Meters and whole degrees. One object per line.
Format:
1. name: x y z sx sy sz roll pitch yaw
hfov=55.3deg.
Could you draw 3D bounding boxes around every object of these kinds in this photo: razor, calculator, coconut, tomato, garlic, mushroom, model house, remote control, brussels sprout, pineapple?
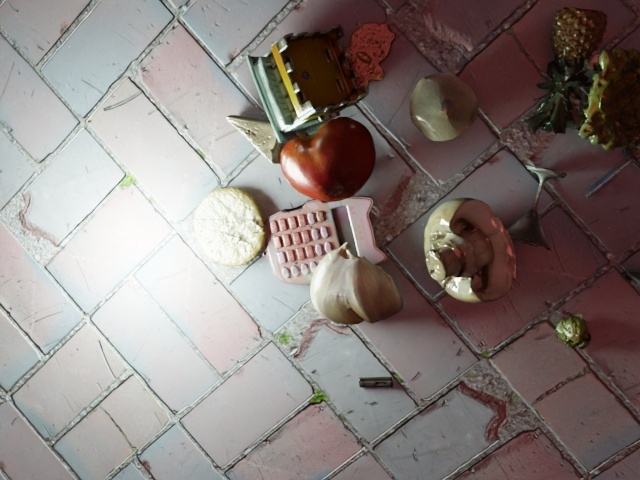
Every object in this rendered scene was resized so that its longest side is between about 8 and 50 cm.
1. razor: 0.678 -0.147 1.434 0.135 0.040 0.068 -44 88 19
2. calculator: 0.000 0.000 1.595 0.330 0.048 0.220 -12 97 16
3. coconut: 0.284 -0.312 1.424 0.161 0.162 0.161 2 99 11
4. tomato: 0.028 -0.173 1.470 0.233 0.200 0.139 -28 49 16
5. garlic: 0.076 0.128 1.534 0.217 0.110 0.228 -19 117 22
6. mushroom: 0.324 0.034 1.450 0.195 0.189 0.253 -23 90 -21
7. model house: -0.042 -0.377 1.454 0.215 0.198 0.224 -17 97 52
8. remote control: 0.147 0.381 1.636 0.091 0.016 0.034 -5 102 13
9. brussels sprout: 0.623 0.229 1.493 0.085 0.058 0.085 4 116 7
10. pineapple: 0.543 -0.373 1.370 0.130 0.119 0.277 7 109 -4

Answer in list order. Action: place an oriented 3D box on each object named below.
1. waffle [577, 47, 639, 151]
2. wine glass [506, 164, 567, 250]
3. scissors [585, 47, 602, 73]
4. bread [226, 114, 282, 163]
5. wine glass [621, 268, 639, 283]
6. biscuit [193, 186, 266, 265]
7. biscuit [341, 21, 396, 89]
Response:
1. waffle: 0.672 -0.305 1.346 0.204 0.054 0.223 1 109 -29
2. wine glass: 0.509 -0.080 1.443 0.122 0.122 0.182 18 97 9
3. scissors: 0.635 -0.411 1.404 0.101 0.027 0.204 -39 88 19
4. bread: -0.168 -0.261 1.572 0.152 0.077 0.105 12 102 13
5. wine glass: 0.841 0.000 1.371 0.143 0.143 0.321 37 102 4
6. biscuit: -0.245 -0.036 1.637 0.220 0.033 0.219 2 98 18
7. biscuit: 0.103 -0.453 1.510 0.133 0.027 0.184 18 100 9
